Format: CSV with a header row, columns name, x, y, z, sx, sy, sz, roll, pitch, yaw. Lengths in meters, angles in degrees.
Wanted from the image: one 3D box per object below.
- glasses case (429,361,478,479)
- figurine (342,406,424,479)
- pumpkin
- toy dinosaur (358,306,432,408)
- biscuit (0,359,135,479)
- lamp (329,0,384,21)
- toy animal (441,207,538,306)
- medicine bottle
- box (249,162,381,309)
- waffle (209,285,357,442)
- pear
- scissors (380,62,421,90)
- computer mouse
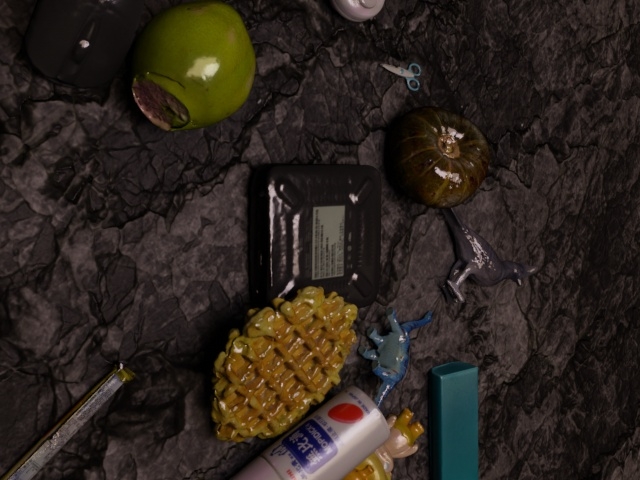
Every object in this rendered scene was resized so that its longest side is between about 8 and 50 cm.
name,x,y,z,sx,sy,sz,roll,pitch,yaw
glasses case,0.303,0.440,1.543,0.117,0.070,0.301,-5,100,-30
figurine,0.109,0.444,1.363,0.246,0.131,0.156,-30,77,-29
pumpkin,0.244,-0.164,1.383,0.218,0.162,0.219,8,68,-21
toy dinosaur,0.143,0.237,1.392,0.144,0.076,0.329,49,50,-25
biscuit,-0.404,0.304,1.027,0.292,0.026,0.048,-46,123,-23
lamp,0.075,-0.541,1.248,0.179,0.108,0.246,-6,99,-32
toy animal,0.342,0.049,1.524,0.367,0.081,0.206,37,77,-25
medicine bottle,-0.036,0.419,1.232,0.340,0.130,0.130,-33,113,-21
box,0.000,0.000,1.265,0.288,0.073,0.290,-4,98,-36
waffle,-0.067,0.223,1.199,0.301,0.068,0.325,-3,115,-40
pear,-0.188,-0.279,1.040,0.188,0.187,0.220,54,52,-27
scissors,0.170,-0.352,1.393,0.119,0.014,0.058,5,91,-40
computer mouse,-0.322,-0.340,0.942,0.137,0.086,0.270,15,105,-36
